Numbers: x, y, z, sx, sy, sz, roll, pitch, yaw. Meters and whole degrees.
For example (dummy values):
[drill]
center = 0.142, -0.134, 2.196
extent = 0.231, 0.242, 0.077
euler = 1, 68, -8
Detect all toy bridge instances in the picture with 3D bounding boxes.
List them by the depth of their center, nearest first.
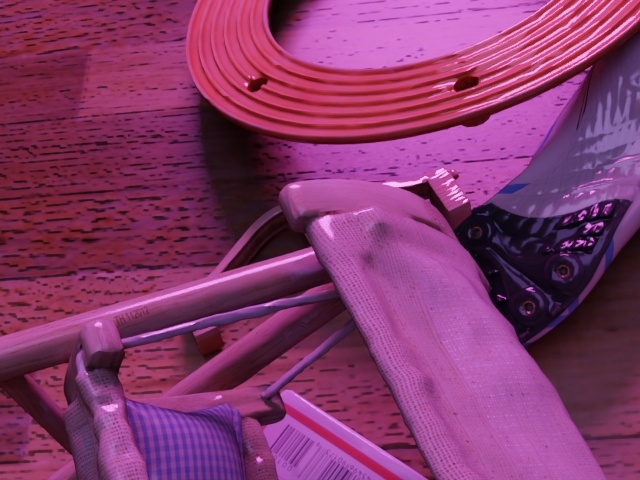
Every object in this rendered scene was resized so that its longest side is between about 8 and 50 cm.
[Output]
[toy bridge]
center = 0.000, 0.000, 0.670
extent = 0.188, 0.026, 0.063
euler = -27, 56, -7

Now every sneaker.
[sneaker]
center = 0.147, -0.021, 0.632
extent = 0.085, 0.086, 0.237
euler = 37, 86, 27

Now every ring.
[ring]
center = 0.071, -0.170, 0.716
extent = 0.336, 0.032, 0.337
euler = -14, 43, 14

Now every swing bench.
[swing bench]
center = 0.004, 0.128, 0.466
extent = 0.254, 0.165, 0.253
euler = -26, 57, -4

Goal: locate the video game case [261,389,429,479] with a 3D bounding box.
[video game case]
center = -0.023, 0.234, 0.521
extent = 0.204, 0.025, 0.285
euler = 30, 70, 26
